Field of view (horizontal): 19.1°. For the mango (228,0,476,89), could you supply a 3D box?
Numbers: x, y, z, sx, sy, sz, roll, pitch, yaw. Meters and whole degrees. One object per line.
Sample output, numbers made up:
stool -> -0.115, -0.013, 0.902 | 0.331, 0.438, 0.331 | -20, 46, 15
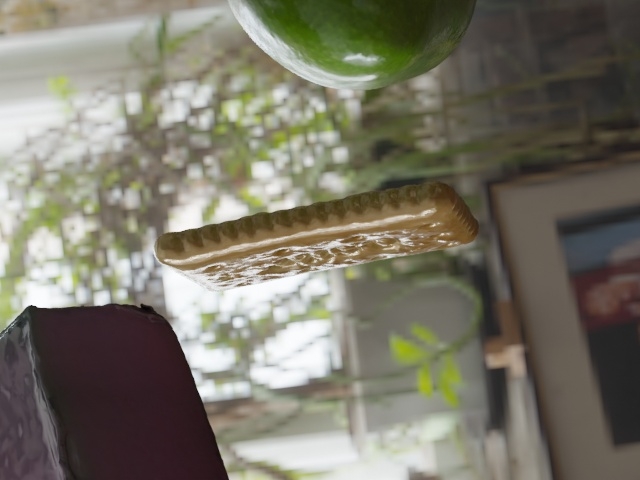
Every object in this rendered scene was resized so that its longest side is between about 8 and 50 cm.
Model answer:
mango -> 0.021, -0.185, 1.306 | 0.156, 0.192, 0.343 | -59, 13, 21

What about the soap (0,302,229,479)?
soap -> -0.136, 0.163, 0.794 | 0.259, 0.081, 0.181 | -40, 60, 39

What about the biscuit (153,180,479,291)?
biscuit -> 0.000, 0.001, 1.564 | 0.160, 0.249, 0.030 | 43, -142, -73
